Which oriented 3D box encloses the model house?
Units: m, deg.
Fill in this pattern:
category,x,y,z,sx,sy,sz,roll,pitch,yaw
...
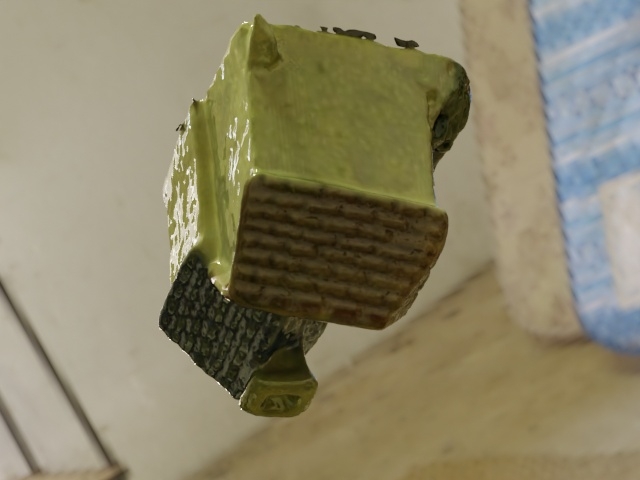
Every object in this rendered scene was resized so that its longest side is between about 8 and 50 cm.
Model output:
category,x,y,z,sx,sy,sz,roll,pitch,yaw
model house,0.000,0.000,1.729,0.261,0.266,0.321,9,-37,-16
